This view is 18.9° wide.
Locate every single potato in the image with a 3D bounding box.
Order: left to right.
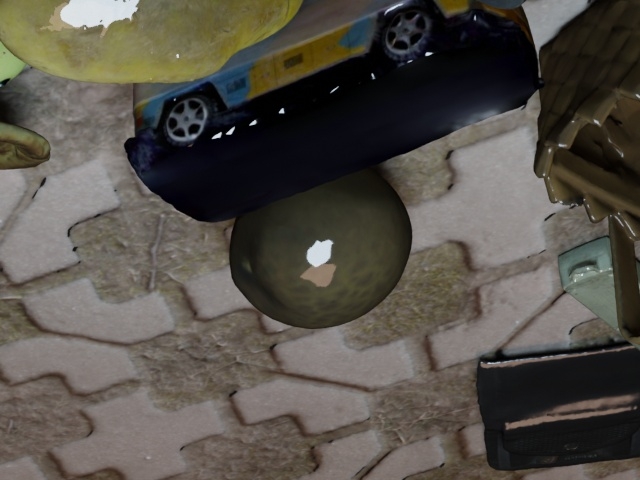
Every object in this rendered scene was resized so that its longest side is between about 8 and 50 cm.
[{"bbox_3d":[-0.142,-0.231,1.654,0.296,0.191,0.141,-7,-164,-30],"label":"potato"}]

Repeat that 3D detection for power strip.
[{"bbox_3d":[0.374,0.072,2.323,0.078,0.052,0.272,-25,142,27],"label":"power strip"}]

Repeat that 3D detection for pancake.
[{"bbox_3d":[-0.388,-0.099,1.865,0.250,0.031,0.250,3,175,0],"label":"pancake"}]

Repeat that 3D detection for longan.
[{"bbox_3d":[0.000,0.000,2.032,0.198,0.198,0.212,-4,158,-3],"label":"longan"}]

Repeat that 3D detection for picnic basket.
[{"bbox_3d":[0.364,-0.079,1.852,0.291,0.321,0.254,19,143,-30],"label":"picnic basket"}]

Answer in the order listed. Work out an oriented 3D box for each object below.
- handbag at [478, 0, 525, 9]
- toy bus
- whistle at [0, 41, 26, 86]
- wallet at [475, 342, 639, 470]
[{"bbox_3d":[0.154,-0.314,1.502,0.181,0.181,0.254,-39,142,-26],"label":"handbag"},{"bbox_3d":[0.009,-0.166,1.791,0.386,0.162,0.171,-20,151,21],"label":"toy bus"},{"bbox_3d":[-0.350,-0.164,1.767,0.141,0.141,0.294,13,144,-27],"label":"whistle"},{"bbox_3d":[0.332,0.228,2.570,0.247,0.041,0.323,-8,145,1],"label":"wallet"}]
